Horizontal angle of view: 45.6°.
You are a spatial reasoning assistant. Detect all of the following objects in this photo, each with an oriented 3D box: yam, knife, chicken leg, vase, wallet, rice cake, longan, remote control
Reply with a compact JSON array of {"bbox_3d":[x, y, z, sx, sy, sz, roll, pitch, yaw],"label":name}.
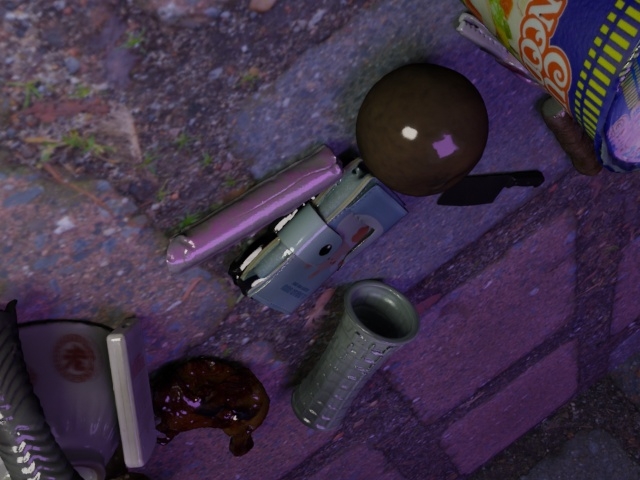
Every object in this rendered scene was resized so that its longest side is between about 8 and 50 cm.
[{"bbox_3d":[0.434,-0.179,1.306,0.061,0.061,0.274,-45,146,13],"label":"yam"},{"bbox_3d":[0.299,-0.090,1.329,0.245,0.019,0.072,-6,141,-36],"label":"knife"},{"bbox_3d":[-0.174,0.292,1.277,0.177,0.083,0.323,-45,144,13],"label":"chicken leg"},{"bbox_3d":[-0.345,0.196,0.849,0.116,0.237,0.115,-21,-171,3],"label":"vase"},{"bbox_3d":[0.049,0.221,1.374,0.143,0.143,0.298,-8,140,-39],"label":"vase"},{"bbox_3d":[0.000,0.000,1.099,0.250,0.075,0.176,-42,154,8],"label":"wallet"},{"bbox_3d":[-0.086,-0.040,0.981,0.270,0.049,0.055,-31,134,-8],"label":"rice cake"},{"bbox_3d":[0.128,-0.137,0.963,0.168,0.167,0.187,-27,143,-16],"label":"longan"},{"bbox_3d":[-0.251,0.204,1.017,0.029,0.087,0.189,-5,101,3],"label":"remote control"}]

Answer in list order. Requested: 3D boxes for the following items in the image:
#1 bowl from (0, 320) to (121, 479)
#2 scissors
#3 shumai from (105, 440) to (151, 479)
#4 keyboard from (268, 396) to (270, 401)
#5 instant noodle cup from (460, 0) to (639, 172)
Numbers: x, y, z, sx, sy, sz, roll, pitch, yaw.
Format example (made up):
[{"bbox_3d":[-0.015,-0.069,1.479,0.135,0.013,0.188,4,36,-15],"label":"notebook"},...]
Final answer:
[{"bbox_3d":[-0.379,0.273,0.997,0.337,0.157,0.337,-26,147,-18],"label":"bowl"},{"bbox_3d":[0.267,-0.247,1.037,0.242,0.118,0.030,19,102,-37],"label":"scissors"},{"bbox_3d":[-0.346,0.387,1.183,0.161,0.152,0.209,-35,167,4],"label":"shumai"},{"bbox_3d":[-0.170,0.308,1.378,0.196,0.018,0.060,12,127,-50],"label":"keyboard"},{"bbox_3d":[0.292,-0.272,0.802,0.284,0.312,0.284,-26,145,-20],"label":"instant noodle cup"}]
